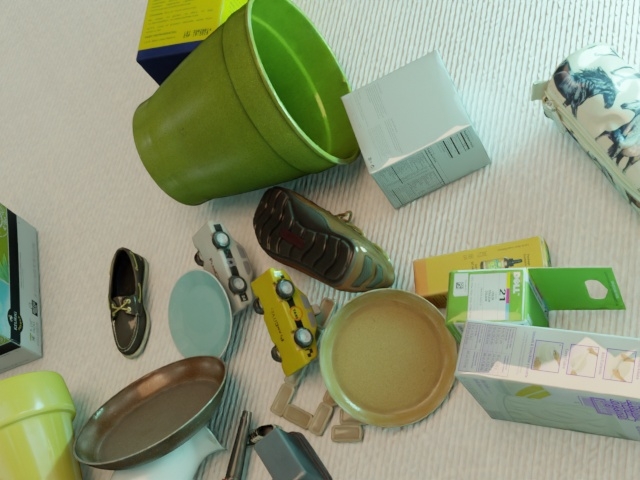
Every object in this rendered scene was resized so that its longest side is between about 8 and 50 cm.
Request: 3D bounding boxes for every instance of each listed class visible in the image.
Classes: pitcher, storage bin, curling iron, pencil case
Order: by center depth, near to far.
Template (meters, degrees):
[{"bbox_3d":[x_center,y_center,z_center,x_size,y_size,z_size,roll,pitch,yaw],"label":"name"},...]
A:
[{"bbox_3d":[0.532,-0.148,1.692,0.183,0.160,0.410,-26,56,-9],"label":"pencil case"},{"bbox_3d":[-0.059,0.390,1.741,0.098,0.091,0.135,-39,55,2],"label":"storage bin"},{"bbox_3d":[-0.169,0.434,1.786,0.068,0.035,0.274,9,77,30],"label":"curling iron"},{"bbox_3d":[-0.295,0.403,1.839,0.207,0.125,0.177,-44,34,-13],"label":"pitcher"}]

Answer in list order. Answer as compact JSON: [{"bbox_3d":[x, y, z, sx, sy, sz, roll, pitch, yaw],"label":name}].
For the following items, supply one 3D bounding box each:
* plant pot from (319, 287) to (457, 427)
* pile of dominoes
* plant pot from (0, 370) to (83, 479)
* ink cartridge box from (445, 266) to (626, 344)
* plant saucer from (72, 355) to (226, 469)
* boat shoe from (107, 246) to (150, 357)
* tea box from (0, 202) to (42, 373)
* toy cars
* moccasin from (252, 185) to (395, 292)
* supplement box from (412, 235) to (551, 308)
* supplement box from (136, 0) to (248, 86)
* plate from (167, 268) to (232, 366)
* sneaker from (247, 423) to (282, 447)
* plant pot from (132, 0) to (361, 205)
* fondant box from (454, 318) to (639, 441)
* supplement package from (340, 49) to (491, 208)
[{"bbox_3d":[0.117,0.201,1.740,0.236,0.032,0.236,0,85,3],"label":"plant pot"},{"bbox_3d":[0.044,0.236,1.817,0.196,0.040,0.251,23,85,32],"label":"pile of dominoes"},{"bbox_3d":[-0.559,0.407,1.886,0.254,0.254,0.239,-30,71,8],"label":"plant pot"},{"bbox_3d":[0.349,0.121,1.627,0.255,0.189,0.097,-3,63,23],"label":"ink cartridge box"},{"bbox_3d":[-0.299,0.318,1.829,0.310,0.050,0.310,-23,19,8],"label":"plant saucer"},{"bbox_3d":[-0.394,0.124,2.041,0.081,0.069,0.228,-15,60,18],"label":"boat shoe"},{"bbox_3d":[-0.758,0.079,2.080,0.220,0.323,0.329,-21,59,14],"label":"tea box"},{"bbox_3d":[-0.111,0.098,1.892,0.393,0.087,0.176,35,125,43],"label":"toy cars"},{"bbox_3d":[0.001,-0.003,1.884,0.380,0.147,0.139,23,92,51],"label":"moccasin"},{"bbox_3d":[0.283,0.059,1.758,0.233,0.080,0.078,-12,62,21],"label":"supplement box"},{"bbox_3d":[-0.243,-0.500,2.208,0.194,0.195,0.357,-3,65,23],"label":"supplement box"},{"bbox_3d":[-0.227,0.147,1.943,0.188,0.024,0.188,3,95,42],"label":"plate"},{"bbox_3d":[-0.112,0.347,1.819,0.083,0.037,0.032,-23,60,15],"label":"sneaker"},{"bbox_3d":[-0.163,-0.241,1.980,0.353,0.366,0.366,-26,56,26],"label":"plant pot"},{"bbox_3d":[0.394,0.218,1.527,0.330,0.238,0.096,4,67,26],"label":"fondant box"},{"bbox_3d":[0.178,-0.206,1.893,0.203,0.149,0.194,-25,57,11],"label":"supplement package"}]
